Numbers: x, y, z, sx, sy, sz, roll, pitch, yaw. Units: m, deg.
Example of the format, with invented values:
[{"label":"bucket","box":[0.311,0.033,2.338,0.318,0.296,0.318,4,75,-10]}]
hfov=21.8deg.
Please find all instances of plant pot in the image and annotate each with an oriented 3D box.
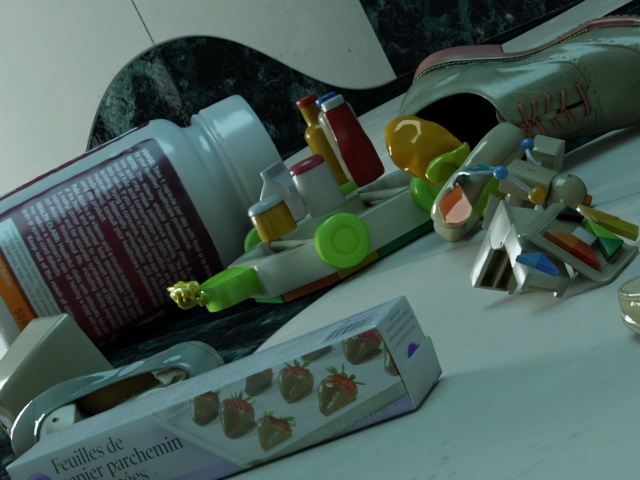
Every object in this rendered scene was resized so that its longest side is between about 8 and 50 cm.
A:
[{"label":"plant pot","box":[-0.253,0.142,1.553,0.096,0.109,0.109,-44,14,-25]}]

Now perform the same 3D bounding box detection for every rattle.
[{"label":"rattle","box":[0.106,-0.074,1.520,0.130,0.142,0.200,-44,-9,26]}]

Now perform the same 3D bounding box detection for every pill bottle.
[{"label":"pill bottle","box":[-0.233,-0.010,2.039,0.392,0.224,0.224,-27,7,-8]}]

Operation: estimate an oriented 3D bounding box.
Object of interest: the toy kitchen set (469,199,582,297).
[{"label":"toy kitchen set","box":[0.160,0.027,1.206,0.068,0.075,0.083,8,37,-16]}]

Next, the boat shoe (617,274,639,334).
[{"label":"boat shoe","box":[0.218,0.017,0.923,0.063,0.059,0.170,-30,8,-25]}]

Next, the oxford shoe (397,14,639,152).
[{"label":"oxford shoe","box":[0.240,-0.137,1.685,0.348,0.123,0.130,-9,31,31]}]

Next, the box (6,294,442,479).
[{"label":"box","box":[-0.071,0.126,1.154,0.324,0.063,0.067,-23,7,26]}]

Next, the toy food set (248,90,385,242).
[{"label":"toy food set","box":[-0.010,-0.089,1.741,0.111,0.104,0.232,-22,9,31]}]

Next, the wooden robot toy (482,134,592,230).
[{"label":"wooden robot toy","box":[0.197,-0.037,1.445,0.079,0.076,0.173,14,23,18]}]

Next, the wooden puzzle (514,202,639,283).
[{"label":"wooden puzzle","box":[0.184,-0.001,1.174,0.116,0.079,0.014,-48,-20,-56]}]

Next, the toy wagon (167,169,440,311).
[{"label":"toy wagon","box":[0.000,0.000,1.775,0.344,0.068,0.267,-30,8,-18]}]

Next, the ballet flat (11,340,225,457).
[{"label":"ballet flat","box":[-0.177,0.144,1.380,0.213,0.072,0.068,-25,16,18]}]
